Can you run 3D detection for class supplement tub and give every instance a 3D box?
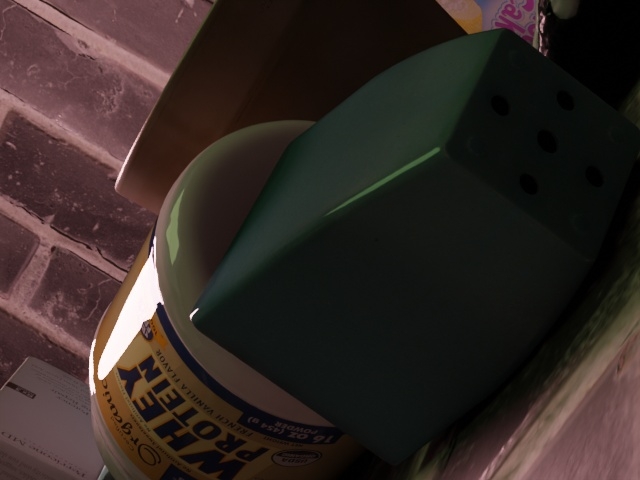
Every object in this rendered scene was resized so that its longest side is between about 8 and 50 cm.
[{"bbox_3d":[-0.045,0.078,1.208,0.228,0.228,0.316,-62,4,-34],"label":"supplement tub"}]

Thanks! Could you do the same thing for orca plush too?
[{"bbox_3d":[0.187,-0.163,1.040,0.102,0.151,0.287,29,95,50],"label":"orca plush"}]

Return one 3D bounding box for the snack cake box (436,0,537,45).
[{"bbox_3d":[0.179,-0.264,1.533,0.089,0.152,0.264,-62,4,-36],"label":"snack cake box"}]

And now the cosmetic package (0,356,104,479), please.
[{"bbox_3d":[-0.249,0.187,1.427,0.085,0.117,0.231,-61,5,8],"label":"cosmetic package"}]

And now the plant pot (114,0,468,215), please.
[{"bbox_3d":[0.022,-0.110,1.403,0.323,0.280,0.323,-59,3,5],"label":"plant pot"}]

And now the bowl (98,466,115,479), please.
[{"bbox_3d":[-0.096,0.190,1.505,0.312,0.163,0.311,-58,4,6],"label":"bowl"}]

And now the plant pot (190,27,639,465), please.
[{"bbox_3d":[0.067,-0.007,0.954,0.234,0.165,0.166,-40,17,53],"label":"plant pot"}]
